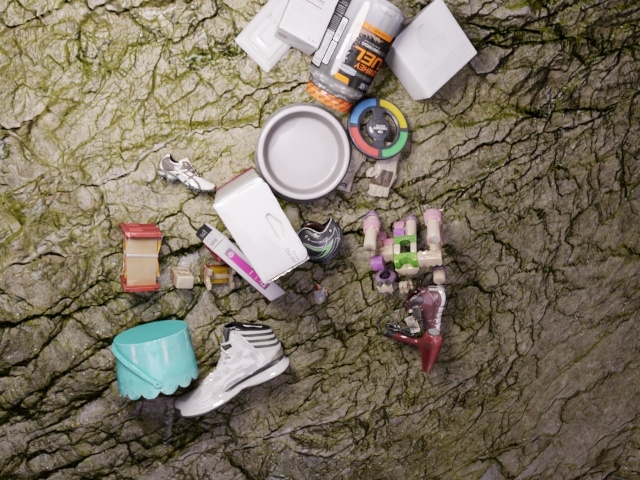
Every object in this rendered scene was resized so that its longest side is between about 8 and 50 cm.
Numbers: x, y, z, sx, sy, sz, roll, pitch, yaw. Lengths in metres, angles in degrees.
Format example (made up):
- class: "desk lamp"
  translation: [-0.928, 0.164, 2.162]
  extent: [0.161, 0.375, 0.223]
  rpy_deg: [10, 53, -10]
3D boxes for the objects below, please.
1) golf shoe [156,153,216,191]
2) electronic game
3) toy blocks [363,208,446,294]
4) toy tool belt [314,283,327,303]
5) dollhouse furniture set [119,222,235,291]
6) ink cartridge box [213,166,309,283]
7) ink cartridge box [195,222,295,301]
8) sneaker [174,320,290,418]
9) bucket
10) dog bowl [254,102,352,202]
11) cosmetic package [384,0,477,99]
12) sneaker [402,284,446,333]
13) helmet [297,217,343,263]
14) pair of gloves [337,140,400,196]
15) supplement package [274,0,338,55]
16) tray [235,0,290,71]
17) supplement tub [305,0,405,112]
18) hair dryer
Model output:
- class: "golf shoe"
  translation: [-0.439, -0.224, 1.415]
  extent: [0.198, 0.077, 0.094]
  rpy_deg: [19, 99, -17]
- class: "electronic game"
  translation: [0.204, -0.395, 1.489]
  extent: [0.229, 0.048, 0.229]
  rpy_deg: [2, 81, -15]
- class: "toy blocks"
  translation: [0.324, 0.002, 1.584]
  extent: [0.289, 0.260, 0.309]
  rpy_deg: [-8, 134, 19]
- class: "toy tool belt"
  translation: [0.002, 0.203, 1.637]
  extent: [0.051, 0.052, 0.083]
  rpy_deg: [-18, 114, -40]
- class: "dollhouse furniture set"
  translation: [-0.488, 0.056, 1.461]
  extent: [0.374, 0.152, 0.201]
  rpy_deg: [1, 104, -30]
- class: "ink cartridge box"
  translation: [-0.197, -0.066, 1.344]
  extent: [0.160, 0.384, 0.279]
  rpy_deg: [-32, 108, -3]
- class: "ink cartridge box"
  translation: [-0.246, 0.095, 1.416]
  extent: [0.069, 0.176, 0.371]
  rpy_deg: [-51, 125, -9]
- class: "sneaker"
  translation: [-0.364, 0.452, 1.580]
  extent: [0.447, 0.169, 0.257]
  rpy_deg: [-25, 99, -13]
- class: "bucket"
  translation: [-0.566, 0.397, 1.447]
  extent: [0.281, 0.281, 0.183]
  rpy_deg: [-8, 97, -10]
- class: "dog bowl"
  translation: [-0.057, -0.296, 1.443]
  extent: [0.349, 0.102, 0.348]
  rpy_deg: [-1, 101, -3]
- class: "cosmetic package"
  translation: [0.364, -0.645, 1.447]
  extent: [0.224, 0.138, 0.224]
  rpy_deg: [-42, 107, 1]
- class: "sneaker"
  translation: [0.411, 0.305, 1.733]
  extent: [0.162, 0.106, 0.281]
  rpy_deg: [6, 104, 3]
- class: "helmet"
  translation: [0.000, 0.000, 1.522]
  extent: [0.161, 0.169, 0.169]
  rpy_deg: [3, 104, 3]
- class: "pair of gloves"
  translation: [0.170, -0.269, 1.553]
  extent: [0.240, 0.042, 0.204]
  rpy_deg: [7, 106, -11]
- class: "supplement package"
  translation: [-0.030, -0.730, 1.310]
  extent: [0.134, 0.139, 0.244]
  rpy_deg: [22, 97, -17]
- class: "tray"
  translation: [-0.138, -0.704, 1.383]
  extent: [0.145, 0.030, 0.270]
  rpy_deg: [41, 93, -17]
- class: "supplement tub"
  translation: [0.099, -0.598, 1.341]
  extent: [0.207, 0.207, 0.338]
  rpy_deg: [22, 117, -16]
- class: "hair dryer"
  translation: [0.381, 0.396, 1.701]
  extent: [0.223, 0.080, 0.293]
  rpy_deg: [-29, 91, 41]
